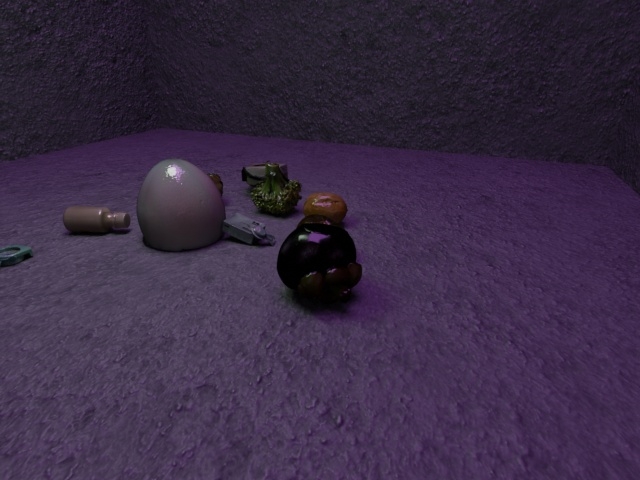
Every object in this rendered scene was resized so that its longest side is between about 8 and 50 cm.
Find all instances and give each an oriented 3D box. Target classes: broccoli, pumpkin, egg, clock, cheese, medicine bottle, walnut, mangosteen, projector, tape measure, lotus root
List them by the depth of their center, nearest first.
[{"bbox_3d":[0.006,0.070,1.310,0.288,0.232,0.287,17,9,-3],"label":"mangosteen"},{"bbox_3d":[-1.153,0.060,1.517,0.101,0.041,0.135,8,26,14],"label":"clock"},{"bbox_3d":[0.000,0.000,1.577,0.219,0.162,0.219,25,21,-10],"label":"pumpkin"},{"bbox_3d":[-0.236,-0.025,1.677,0.121,0.026,0.067,33,36,-25],"label":"cheese"},{"bbox_3d":[-0.578,-0.171,1.698,0.356,0.339,0.354,1,26,-1],"label":"egg"},{"bbox_3d":[-0.324,-0.050,1.730,0.147,0.061,0.115,25,31,10],"label":"projector"},{"bbox_3d":[-0.954,-0.090,1.767,0.253,0.114,0.114,1,24,1],"label":"medicine bottle"},{"bbox_3d":[0.022,-0.143,1.884,0.207,0.158,0.159,1,24,1],"label":"walnut"},{"bbox_3d":[-0.224,-0.224,1.982,0.243,0.272,0.180,6,58,15],"label":"broccoli"},{"bbox_3d":[-0.647,-0.248,2.069,0.311,0.182,0.182,-7,26,-14],"label":"lotus root"},{"bbox_3d":[-0.331,-0.356,2.277,0.272,0.132,0.231,2,17,11],"label":"tape measure"}]
